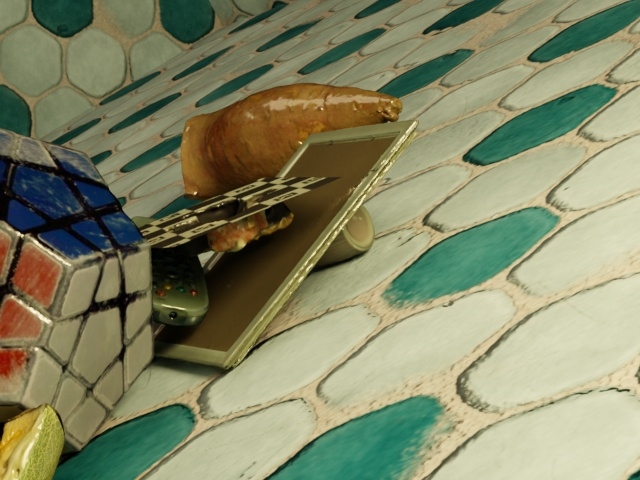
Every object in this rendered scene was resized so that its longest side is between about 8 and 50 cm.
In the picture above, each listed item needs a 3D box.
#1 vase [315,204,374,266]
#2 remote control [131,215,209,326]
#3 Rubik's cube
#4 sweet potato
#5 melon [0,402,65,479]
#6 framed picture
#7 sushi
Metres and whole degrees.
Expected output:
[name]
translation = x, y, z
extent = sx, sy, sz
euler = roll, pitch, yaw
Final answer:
[vase]
translation = 0.000, 0.000, 1.599
extent = 0.100, 0.053, 0.053
euler = -23, 14, 38
[remote control]
translation = -0.153, 0.027, 1.606
extent = 0.072, 0.042, 0.222
euler = 11, 19, -15
[Rubik's cube]
translation = -0.300, 0.053, 1.459
extent = 0.264, 0.319, 0.319
euler = -55, 0, 27
[sweet potato]
translation = -0.041, -0.135, 2.038
extent = 0.336, 0.131, 0.131
euler = -17, 17, 44
[melon]
translation = -0.270, 0.207, 1.329
extent = 0.160, 0.079, 0.128
euler = -21, 35, 21
[framed picture]
translation = -0.041, 0.004, 1.567
extent = 0.296, 0.019, 0.232
euler = -51, 20, -16
[sushi]
translation = -0.089, -0.010, 1.536
extent = 0.192, 0.040, 0.210
euler = -23, 10, -22
